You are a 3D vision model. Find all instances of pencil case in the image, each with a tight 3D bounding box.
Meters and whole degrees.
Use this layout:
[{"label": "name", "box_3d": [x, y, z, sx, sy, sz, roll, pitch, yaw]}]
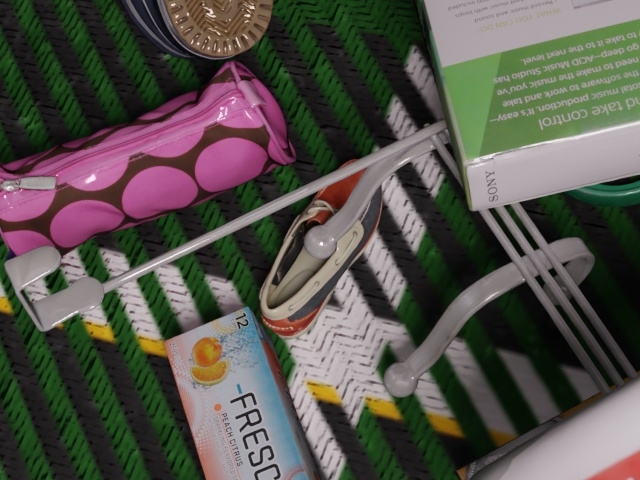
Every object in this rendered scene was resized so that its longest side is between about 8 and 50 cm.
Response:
[{"label": "pencil case", "box_3d": [-0.125, -0.053, 1.001, 0.209, 0.098, 0.095, -24, 62, 2]}]

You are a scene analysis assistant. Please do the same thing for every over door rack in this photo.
[{"label": "over door rack", "box_3d": [0.013, 0.073, 0.840, 0.324, 0.108, 0.239, -20, 58, -19]}]

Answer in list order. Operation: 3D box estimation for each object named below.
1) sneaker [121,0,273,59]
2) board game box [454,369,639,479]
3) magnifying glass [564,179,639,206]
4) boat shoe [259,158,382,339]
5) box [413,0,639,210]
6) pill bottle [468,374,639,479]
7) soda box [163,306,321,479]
[{"label": "sneaker", "box_3d": [-0.098, -0.261, 1.027, 0.099, 0.153, 0.282, -6, 92, -14]}, {"label": "board game box", "box_3d": [0.205, 0.199, 0.830, 0.165, 0.042, 0.243, -28, 62, 0]}, {"label": "magnifying glass", "box_3d": [0.257, -0.073, 0.955, 0.231, 0.026, 0.092, -5, 64, 11]}, {"label": "boat shoe", "box_3d": [0.000, 0.000, 0.975, 0.049, 0.043, 0.137, 21, 71, 24]}, {"label": "box", "box_3d": [0.168, -0.181, 0.905, 0.232, 0.058, 0.322, -13, 55, 4]}, {"label": "pill bottle", "box_3d": [0.236, 0.215, 0.641, 0.210, 0.210, 0.363, -31, 79, -1]}, {"label": "soda box", "box_3d": [-0.038, 0.137, 0.912, 0.063, 0.058, 0.183, -22, 63, 3]}]
